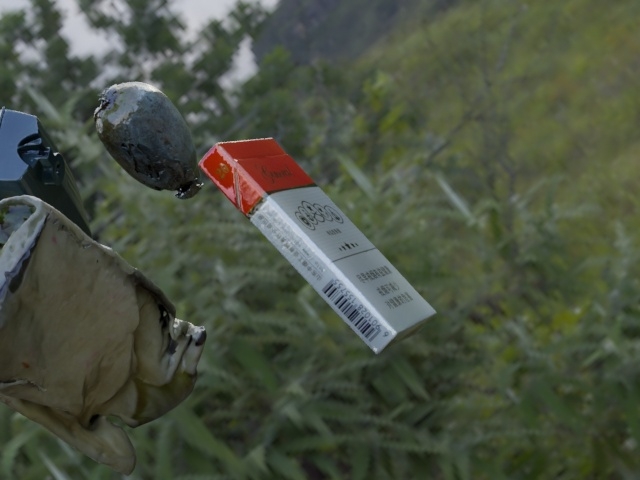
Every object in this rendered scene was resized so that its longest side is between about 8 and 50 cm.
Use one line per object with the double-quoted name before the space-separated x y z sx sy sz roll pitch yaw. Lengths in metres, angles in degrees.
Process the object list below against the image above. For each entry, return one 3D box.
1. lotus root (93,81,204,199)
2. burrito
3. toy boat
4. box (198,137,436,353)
"lotus root" -0.176 -0.102 1.537 0.088 0.165 0.088 -27 34 20
"burrito" -0.258 0.097 1.441 0.190 0.135 0.332 -62 -37 -13
"toy boat" -0.301 -0.040 1.527 0.246 0.103 0.093 72 -157 -59
"box" 0.000 0.000 1.369 0.035 0.245 0.139 -48 -10 19
